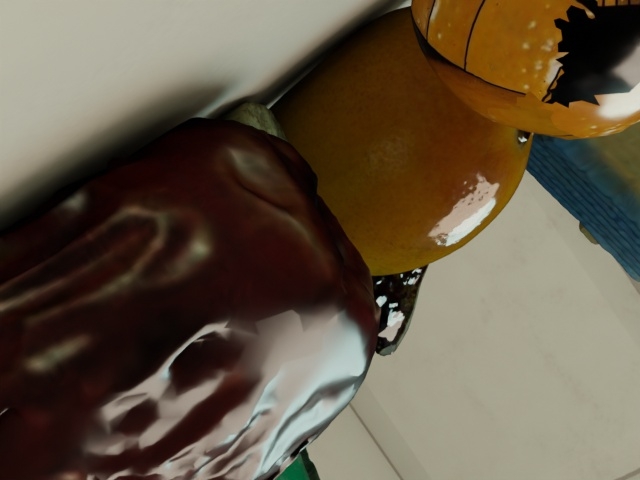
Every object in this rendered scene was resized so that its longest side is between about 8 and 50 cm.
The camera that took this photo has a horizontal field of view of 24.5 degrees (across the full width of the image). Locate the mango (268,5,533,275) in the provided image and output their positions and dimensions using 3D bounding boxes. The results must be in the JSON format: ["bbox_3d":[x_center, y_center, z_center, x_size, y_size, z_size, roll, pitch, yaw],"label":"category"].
[{"bbox_3d":[0.051,-0.062,1.107,0.254,0.175,0.139,-39,161,27],"label":"mango"}]

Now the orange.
[{"bbox_3d":[0.165,-0.158,0.890,0.234,0.182,0.234,-22,-178,1],"label":"orange"}]

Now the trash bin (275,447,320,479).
[{"bbox_3d":[-0.186,0.213,1.439,0.295,0.259,0.381,-36,153,28],"label":"trash bin"}]

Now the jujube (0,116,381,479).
[{"bbox_3d":[-0.129,0.080,0.918,0.377,0.258,0.258,-42,180,-13],"label":"jujube"}]

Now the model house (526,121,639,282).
[{"bbox_3d":[0.386,-0.172,1.634,0.342,0.334,0.382,-28,-152,43],"label":"model house"}]

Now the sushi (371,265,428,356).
[{"bbox_3d":[0.000,0.000,1.788,0.348,0.207,0.234,-173,-83,-71],"label":"sushi"}]

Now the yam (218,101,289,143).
[{"bbox_3d":[-0.171,0.025,1.117,0.371,0.083,0.083,-36,178,25],"label":"yam"}]
